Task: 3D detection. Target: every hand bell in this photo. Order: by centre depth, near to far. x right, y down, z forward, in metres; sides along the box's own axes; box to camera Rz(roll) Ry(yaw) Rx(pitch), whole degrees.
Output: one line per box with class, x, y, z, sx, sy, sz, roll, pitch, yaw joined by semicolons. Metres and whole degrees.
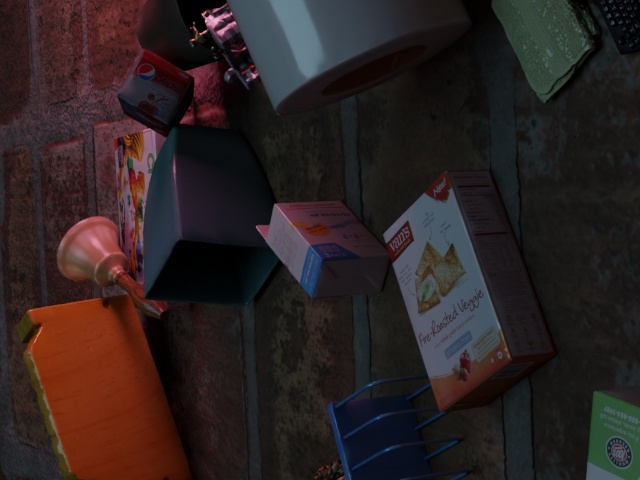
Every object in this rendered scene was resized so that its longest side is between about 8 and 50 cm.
hand bell;-0.327;0.068;2.315;0.242;0.126;0.126;36;124;39

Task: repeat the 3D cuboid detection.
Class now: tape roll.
tape roll;0.027;-0.265;1.546;0.246;0.246;0.169;-31;83;58

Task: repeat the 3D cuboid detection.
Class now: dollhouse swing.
dollhouse swing;-0.424;0.313;2.381;0.305;0.315;0.347;-29;76;39

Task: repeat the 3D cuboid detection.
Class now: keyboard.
keyboard;0.263;-0.266;1.340;0.100;0.038;0.192;-45;62;57

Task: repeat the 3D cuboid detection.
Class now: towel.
towel;0.232;-0.229;1.437;0.110;0.027;0.148;-54;48;48

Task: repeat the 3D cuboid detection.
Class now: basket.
basket;-0.180;-0.343;2.046;0.227;0.154;0.204;162;113;-64

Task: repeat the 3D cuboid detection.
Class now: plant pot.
plant pot;-0.172;-0.047;2.054;0.166;0.165;0.234;125;143;-48

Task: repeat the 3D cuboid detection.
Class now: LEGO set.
LEGO set;-0.125;-0.356;1.770;0.255;0.192;0.331;53;177;30

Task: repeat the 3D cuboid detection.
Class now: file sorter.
file sorter;0.101;0.254;1.634;0.104;0.118;0.170;-41;58;52

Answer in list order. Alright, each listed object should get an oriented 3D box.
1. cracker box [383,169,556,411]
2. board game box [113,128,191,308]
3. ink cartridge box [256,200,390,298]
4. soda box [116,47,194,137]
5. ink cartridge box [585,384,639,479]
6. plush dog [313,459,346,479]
cracker box;0.162;0.057;1.553;0.156;0.067;0.232;-48;51;51
board game box;-0.290;-0.035;2.366;0.193;0.053;0.305;-5;89;61
ink cartridge box;0.000;0.000;1.797;0.181;0.104;0.062;48;133;48
soda box;-0.250;-0.221;2.118;0.083;0.092;0.263;-61;5;-3
ink cartridge box;0.335;0.322;1.216;0.207;0.119;0.354;20;109;58
plush dog;0.026;0.402;1.751;0.225;0.210;0.262;-63;23;15
